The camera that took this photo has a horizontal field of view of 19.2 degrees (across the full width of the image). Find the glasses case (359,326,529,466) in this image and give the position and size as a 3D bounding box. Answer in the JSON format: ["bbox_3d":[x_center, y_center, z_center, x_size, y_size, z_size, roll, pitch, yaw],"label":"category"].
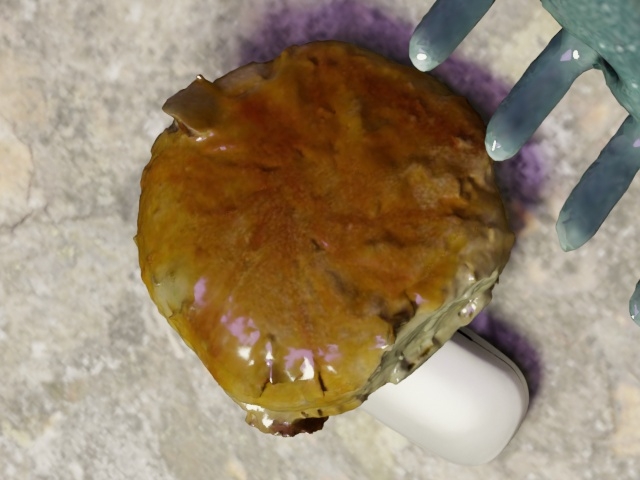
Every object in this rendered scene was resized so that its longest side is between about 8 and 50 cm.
[{"bbox_3d":[0.038,0.065,1.156,0.193,0.049,0.074,32,112,12],"label":"glasses case"}]

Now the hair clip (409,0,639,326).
[{"bbox_3d":[0.200,-0.109,0.863,0.318,0.392,0.238,46,147,-18],"label":"hair clip"}]

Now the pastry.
[{"bbox_3d":[0.000,0.000,1.091,0.218,0.100,0.229,12,71,6],"label":"pastry"}]
